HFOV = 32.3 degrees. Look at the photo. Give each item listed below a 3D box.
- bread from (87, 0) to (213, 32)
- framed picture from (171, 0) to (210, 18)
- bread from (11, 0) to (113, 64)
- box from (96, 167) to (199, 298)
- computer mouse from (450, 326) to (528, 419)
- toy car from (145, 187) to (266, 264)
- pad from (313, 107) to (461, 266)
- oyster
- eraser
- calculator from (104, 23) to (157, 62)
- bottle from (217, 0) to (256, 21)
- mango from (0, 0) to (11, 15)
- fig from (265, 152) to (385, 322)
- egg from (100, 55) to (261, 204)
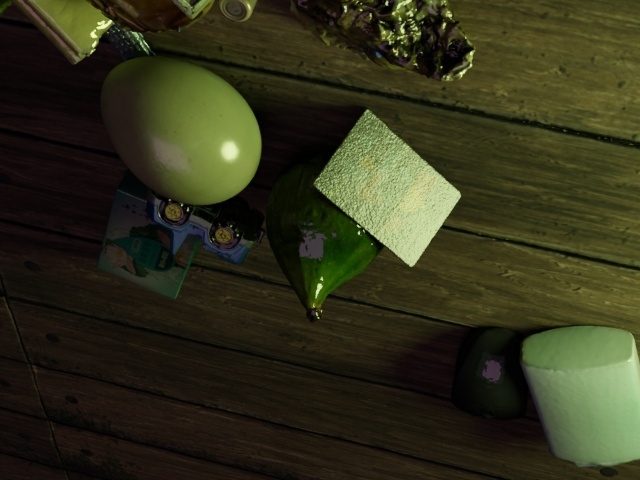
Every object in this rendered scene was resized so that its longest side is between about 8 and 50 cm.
[{"bbox_3d":[-0.227,-0.383,1.364,0.227,0.142,0.253,-17,132,36],"label":"bread"},{"bbox_3d":[-0.123,-0.424,1.234,0.293,0.018,0.231,-44,116,10],"label":"framed picture"},{"bbox_3d":[-0.343,-0.343,1.465,0.178,0.139,0.060,45,162,-31],"label":"bread"},{"bbox_3d":[-0.277,-0.021,1.862,0.153,0.092,0.245,22,142,-4],"label":"box"},{"bbox_3d":[0.303,0.259,1.967,0.138,0.086,0.269,10,143,12],"label":"computer mouse"},{"bbox_3d":[-0.183,-0.026,1.695,0.191,0.097,0.100,26,121,-7],"label":"toy car"},{"bbox_3d":[0.101,-0.075,1.616,0.211,0.143,0.003,38,171,-25],"label":"pad"},{"bbox_3d":[0.066,-0.283,1.415,0.223,0.083,0.214,-10,132,41],"label":"oyster"},{"bbox_3d":[0.461,0.272,1.899,0.189,0.104,0.290,-2,137,24],"label":"eraser"},{"bbox_3d":[-0.278,-0.287,1.601,0.057,0.018,0.172,-6,137,31],"label":"calculator"},{"bbox_3d":[-0.097,-0.324,1.412,0.045,0.096,0.045,11,141,9],"label":"bottle"},{"bbox_3d":[-0.460,-0.368,1.516,0.178,0.100,0.119,-12,169,23],"label":"mango"},{"bbox_3d":[0.000,0.000,1.658,0.203,0.235,0.203,14,146,9],"label":"fig"},{"bbox_3d":[-0.200,-0.160,1.581,0.254,0.188,0.188,41,137,-24],"label":"egg"}]
